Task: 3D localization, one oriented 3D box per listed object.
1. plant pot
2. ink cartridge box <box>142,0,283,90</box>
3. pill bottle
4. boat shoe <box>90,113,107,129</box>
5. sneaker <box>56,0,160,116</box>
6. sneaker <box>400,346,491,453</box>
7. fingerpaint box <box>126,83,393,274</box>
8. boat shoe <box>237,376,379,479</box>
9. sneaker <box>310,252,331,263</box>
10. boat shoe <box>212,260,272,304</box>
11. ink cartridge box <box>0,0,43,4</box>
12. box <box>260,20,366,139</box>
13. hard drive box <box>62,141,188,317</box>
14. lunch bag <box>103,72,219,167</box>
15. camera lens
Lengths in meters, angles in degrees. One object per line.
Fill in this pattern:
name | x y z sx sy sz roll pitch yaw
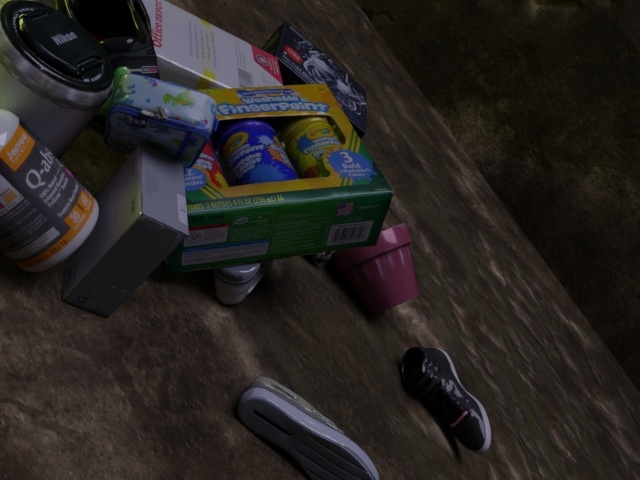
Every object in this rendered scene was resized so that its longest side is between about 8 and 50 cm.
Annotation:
plant pot | 0.150 0.077 1.994 0.201 0.201 0.180 -15 82 -61
ink cartridge box | -0.286 -0.387 1.899 0.384 0.160 0.279 23 35 -27
pill bottle | -0.480 -0.094 1.216 0.278 0.162 0.162 53 19 -36
boat shoe | -0.429 -0.242 1.698 0.189 0.068 0.072 23 47 -24
sneaker | -0.409 -0.445 1.569 0.185 0.202 0.483 -15 50 -20
sneaker | 0.279 0.366 1.880 0.146 0.104 0.296 19 32 -41
fingerpaint box | -0.135 -0.144 1.627 0.444 0.163 0.371 -7 47 -23
boat shoe | -0.012 0.349 1.459 0.302 0.109 0.094 40 25 -9
sneaker | 0.000 0.000 2.009 0.077 0.072 0.178 53 32 -16
boat shoe | -0.134 0.003 1.711 0.135 0.157 0.367 17 41 2
ink cartridge box | -0.622 -0.480 1.560 0.148 0.203 0.086 40 27 -15
box | -0.044 -0.429 2.384 0.343 0.179 0.313 38 27 -20
hard drive box | -0.326 -0.016 1.341 0.089 0.232 0.181 28 33 -34
lunch bag | -0.271 -0.196 1.368 0.176 0.219 0.090 14 76 -17
camera lens | -0.496 -0.240 1.344 0.219 0.274 0.219 36 29 -23
